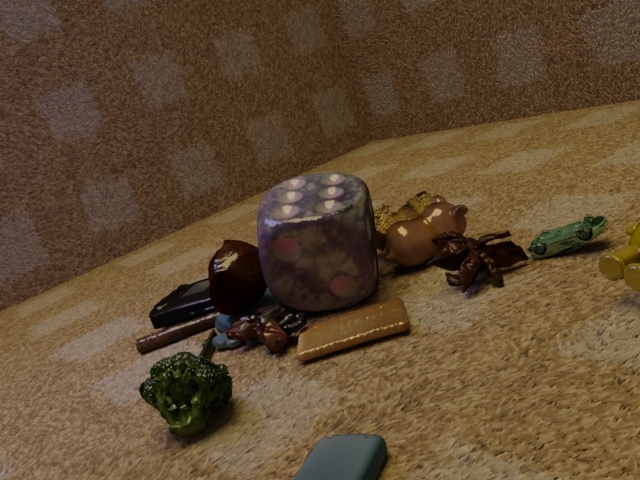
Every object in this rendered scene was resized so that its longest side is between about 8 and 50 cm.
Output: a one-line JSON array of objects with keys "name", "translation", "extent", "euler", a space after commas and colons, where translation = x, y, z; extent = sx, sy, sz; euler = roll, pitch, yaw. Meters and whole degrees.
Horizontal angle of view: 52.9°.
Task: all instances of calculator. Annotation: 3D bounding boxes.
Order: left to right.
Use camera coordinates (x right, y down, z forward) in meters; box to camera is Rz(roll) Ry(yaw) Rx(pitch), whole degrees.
[{"name": "calculator", "translation": [-0.169, 0.184, 1.683], "extent": [0.188, 0.042, 0.303], "euler": [2, 27, 33]}, {"name": "calculator", "translation": [0.019, 0.342, 0.921], "extent": [0.121, 0.039, 0.210], "euler": [-10, 17, 28]}]

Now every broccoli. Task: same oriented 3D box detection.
[{"name": "broccoli", "translation": [-0.254, 0.292, 1.249], "extent": [0.195, 0.195, 0.156], "euler": [-22, 49, -9]}]

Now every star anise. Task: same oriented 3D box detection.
[{"name": "star anise", "translation": [0.346, 0.033, 1.461], "extent": [0.212, 0.111, 0.196], "euler": [-21, 21, -22]}]

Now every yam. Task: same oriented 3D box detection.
[{"name": "yam", "translation": [-0.349, 0.236, 1.777], "extent": [0.327, 0.045, 0.045], "euler": [-20, 48, -2]}]

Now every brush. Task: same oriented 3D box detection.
[{"name": "brush", "translation": [-0.283, 0.272, 1.584], "extent": [0.028, 0.034, 0.190], "euler": [-27, 13, 9]}]

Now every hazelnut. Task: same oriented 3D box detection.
[{"name": "hazelnut", "translation": [-0.218, 0.091, 1.637], "extent": [0.161, 0.170, 0.201], "euler": [-13, 23, 39]}]

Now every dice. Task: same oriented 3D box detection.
[{"name": "dice", "translation": [0.000, 0.000, 1.621], "extent": [0.270, 0.271, 0.270], "euler": [-6, 30, 9]}]

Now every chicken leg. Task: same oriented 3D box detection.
[{"name": "chicken leg", "translation": [0.314, 0.089, 1.495], "extent": [0.036, 0.021, 0.083], "euler": [-37, 24, -28]}]

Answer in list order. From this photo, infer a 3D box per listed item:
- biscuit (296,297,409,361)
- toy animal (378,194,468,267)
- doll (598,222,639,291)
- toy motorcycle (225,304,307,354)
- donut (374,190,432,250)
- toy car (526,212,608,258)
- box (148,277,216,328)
[{"name": "biscuit", "translation": [0.070, 0.195, 1.407], "extent": [0.250, 0.030, 0.160], "euler": [-18, 13, 6]}, {"name": "toy animal", "translation": [0.269, -0.010, 1.698], "extent": [0.248, 0.149, 0.165], "euler": [-34, 32, -9]}, {"name": "doll", "translation": [0.671, -0.013, 1.169], "extent": [0.363, 0.145, 0.199], "euler": [-21, 28, -20]}, {"name": "toy motorcycle", "translation": [-0.136, 0.207, 1.499], "extent": [0.213, 0.084, 0.118], "euler": [-7, 27, 35]}, {"name": "donut", "translation": [0.217, -0.039, 1.855], "extent": [0.259, 0.101, 0.152], "euler": [-23, -27, -31]}, {"name": "toy car", "translation": [0.557, -0.003, 1.445], "extent": [0.186, 0.058, 0.093], "euler": [-24, 10, 38]}, {"name": "box", "translation": [-0.348, 0.167, 1.945], "extent": [0.289, 0.073, 0.290], "euler": [-17, 10, 11]}]
